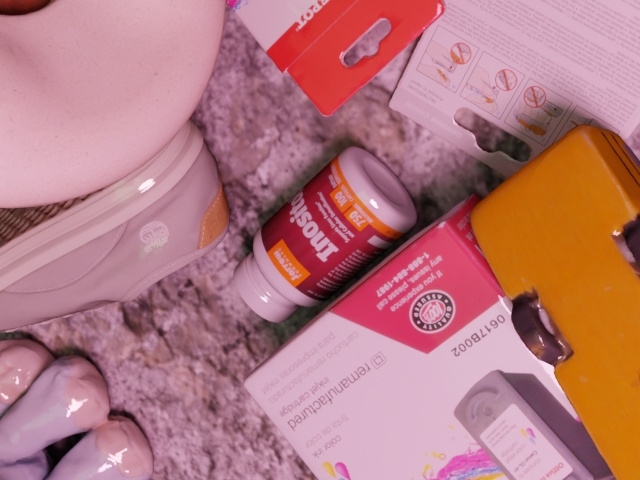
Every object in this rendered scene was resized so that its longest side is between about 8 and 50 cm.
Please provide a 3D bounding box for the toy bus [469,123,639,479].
[{"bbox_3d":[0.229,0.087,0.558,0.108,0.130,0.333,-40,67,29],"label":"toy bus"}]

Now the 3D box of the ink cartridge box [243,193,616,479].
[{"bbox_3d":[0.125,0.152,0.682,0.226,0.131,0.306,-41,85,22],"label":"ink cartridge box"}]

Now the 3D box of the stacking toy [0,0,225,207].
[{"bbox_3d":[-0.333,-0.166,0.691,0.479,0.350,0.351,-13,98,51],"label":"stacking toy"}]

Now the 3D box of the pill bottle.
[{"bbox_3d":[0.000,0.000,0.717,0.152,0.086,0.086,-42,86,22],"label":"pill bottle"}]

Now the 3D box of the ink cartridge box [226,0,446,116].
[{"bbox_3d":[-0.011,-0.227,0.677,0.134,0.078,0.231,-39,86,23],"label":"ink cartridge box"}]

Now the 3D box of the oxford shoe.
[{"bbox_3d":[-0.267,0.024,0.795,0.449,0.169,0.130,-22,129,24],"label":"oxford shoe"}]

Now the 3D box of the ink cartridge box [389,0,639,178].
[{"bbox_3d":[0.177,-0.157,0.651,0.181,0.056,0.225,33,129,10],"label":"ink cartridge box"}]

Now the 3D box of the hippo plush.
[{"bbox_3d":[-0.331,0.232,0.804,0.294,0.236,0.235,4,103,19],"label":"hippo plush"}]
